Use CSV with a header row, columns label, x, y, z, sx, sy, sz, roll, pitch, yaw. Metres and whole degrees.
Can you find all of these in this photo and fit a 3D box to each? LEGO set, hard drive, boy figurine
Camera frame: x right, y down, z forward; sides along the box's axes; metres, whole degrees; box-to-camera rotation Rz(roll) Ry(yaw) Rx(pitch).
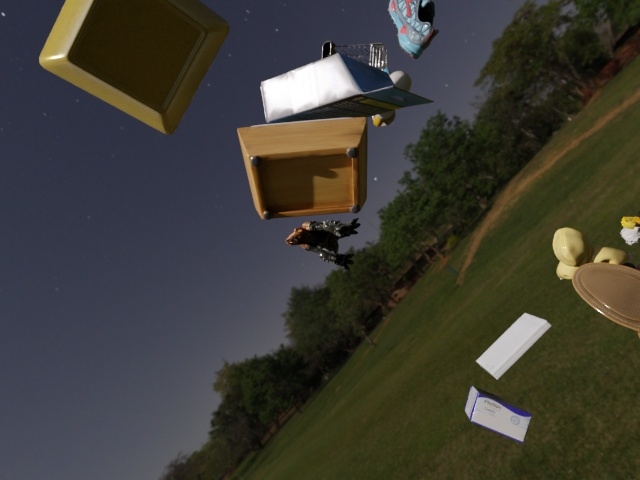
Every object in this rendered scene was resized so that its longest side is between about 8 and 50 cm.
label,x,y,z,sx,sy,sz,roll,pitch,yaw
LEGO set,0.843,-0.015,1.117,0.227,0.093,0.087,-66,-30,-45
hard drive,0.812,0.442,1.817,0.307,0.040,0.203,-45,-2,1
boy figurine,0.691,0.059,1.105,0.177,0.285,0.092,-35,37,49

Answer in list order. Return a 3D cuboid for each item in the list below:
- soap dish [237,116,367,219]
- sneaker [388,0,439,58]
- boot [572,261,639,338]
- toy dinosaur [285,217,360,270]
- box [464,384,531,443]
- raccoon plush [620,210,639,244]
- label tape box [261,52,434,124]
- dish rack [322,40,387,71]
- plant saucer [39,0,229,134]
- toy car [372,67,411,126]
label,x,y,z,sx,sy,sz,roll,pitch,yaw
soap dish,-0.031,-0.160,1.002,0.290,0.118,0.229,-5,-46,0
sneaker,0.292,-0.672,1.284,0.104,0.262,0.125,11,-32,-37
boot,0.644,0.155,0.835,0.220,0.283,0.109,37,-100,-52
toy dinosaur,0.000,0.000,1.402,0.322,0.218,0.164,-37,-47,-45
box,0.435,0.427,1.063,0.137,0.126,0.072,42,-112,-73
raccoon plush,1.333,-0.090,1.474,0.446,0.216,0.299,-49,-5,19
label tape box,0.065,-0.355,1.019,0.333,0.106,0.240,-5,6,35
dish rack,0.141,-0.721,1.787,0.074,0.271,0.208,-33,-53,-60
plant saucer,-0.426,-0.465,1.011,0.332,0.081,0.333,27,-79,-31
toy car,0.197,-0.458,1.347,0.182,0.136,0.159,-56,-6,5
